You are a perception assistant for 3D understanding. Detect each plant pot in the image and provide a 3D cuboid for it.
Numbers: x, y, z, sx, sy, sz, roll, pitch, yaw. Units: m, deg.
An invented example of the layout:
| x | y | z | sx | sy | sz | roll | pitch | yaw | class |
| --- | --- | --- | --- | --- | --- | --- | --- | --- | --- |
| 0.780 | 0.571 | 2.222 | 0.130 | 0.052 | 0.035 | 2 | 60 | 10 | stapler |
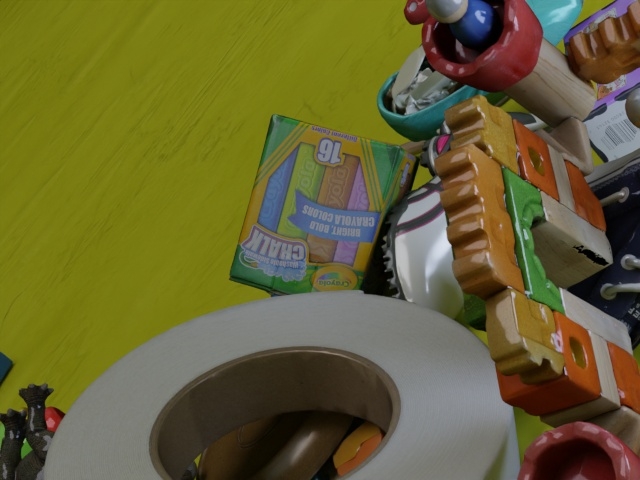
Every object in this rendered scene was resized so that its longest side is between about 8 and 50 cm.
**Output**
| x | y | z | sx | sy | sz | roll | pitch | yaw | class |
| --- | --- | --- | --- | --- | --- | --- | --- | --- | --- |
| -0.044 | 0.174 | 1.469 | 0.236 | 0.032 | 0.236 | -41 | 19 | 18 | plant pot |

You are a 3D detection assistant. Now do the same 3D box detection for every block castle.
| x | y | z | sx | sy | sz | roll | pitch | yaw | class |
| --- | --- | --- | --- | --- | --- | --- | --- | --- | --- |
| 0.239 | -0.030 | 1.037 | 0.303 | 0.213 | 0.453 | -27 | 57 | 30 | block castle |

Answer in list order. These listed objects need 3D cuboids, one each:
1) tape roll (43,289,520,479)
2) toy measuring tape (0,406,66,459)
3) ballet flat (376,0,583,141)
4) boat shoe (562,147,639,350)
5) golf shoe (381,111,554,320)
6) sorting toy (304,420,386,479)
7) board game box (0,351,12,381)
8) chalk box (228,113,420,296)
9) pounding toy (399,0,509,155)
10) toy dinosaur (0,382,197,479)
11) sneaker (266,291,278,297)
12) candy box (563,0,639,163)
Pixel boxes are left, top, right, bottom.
| x | y | z | sx | sy | sz | roll | pitch | yaw | class |
| --- | --- | --- | --- | --- | --- | --- | --- | --- | --- |
| -0.031 | 0.174 | 1.256 | 0.392 | 0.072 | 0.392 | -9 | 31 | 5 | tape roll |
| -0.292 | 0.259 | 1.650 | 0.121 | 0.121 | 0.330 | -47 | 27 | -3 | toy measuring tape |
| 0.151 | -0.186 | 1.530 | 0.247 | 0.087 | 0.083 | -39 | 52 | 29 | ballet flat |
| 0.280 | 0.002 | 1.217 | 0.340 | 0.127 | 0.158 | -28 | 40 | 44 | boat shoe |
| 0.142 | -0.026 | 1.450 | 0.120 | 0.105 | 0.273 | -11 | 43 | 37 | golf shoe |
| 0.023 | 0.238 | 1.321 | 0.208 | 0.038 | 0.193 | -39 | 28 | 12 | sorting toy |
| -0.525 | 0.222 | 2.095 | 0.210 | 0.047 | 0.160 | -8 | 46 | 50 | board game box |
| 0.000 | 0.000 | 1.490 | 0.132 | 0.132 | 0.213 | 4 | -80 | -79 | chalk box |
| 0.135 | -0.203 | 1.685 | 0.183 | 0.110 | 0.237 | -3 | 49 | 53 | pounding toy |
| -0.274 | 0.244 | 1.513 | 0.313 | 0.121 | 0.160 | -27 | 55 | 27 | toy dinosaur |
| 0.017 | 0.046 | 1.583 | 0.144 | 0.059 | 0.053 | -21 | 4 | 11 | sneaker |
| 0.329 | -0.180 | 1.427 | 0.196 | 0.070 | 0.165 | -31 | 30 | 27 | candy box |
